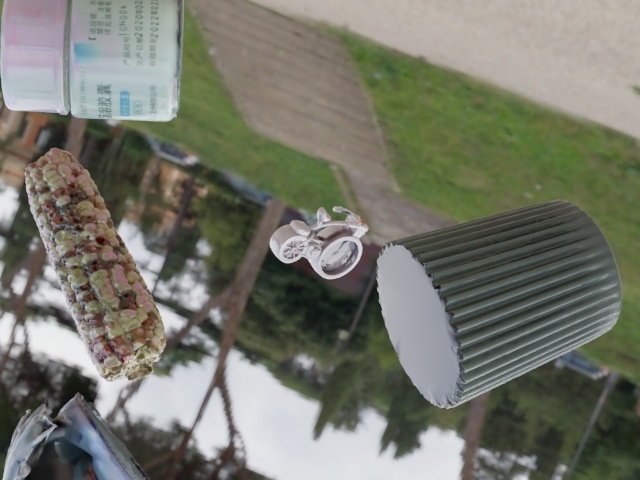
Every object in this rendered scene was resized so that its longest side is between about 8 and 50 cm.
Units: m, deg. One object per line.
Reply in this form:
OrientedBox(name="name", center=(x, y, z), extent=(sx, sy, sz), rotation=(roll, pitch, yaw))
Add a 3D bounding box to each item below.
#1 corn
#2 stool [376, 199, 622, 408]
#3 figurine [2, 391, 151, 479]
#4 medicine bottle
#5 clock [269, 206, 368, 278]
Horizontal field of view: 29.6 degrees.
OrientedBox(name="corn", center=(-0.257, 0.029, 1.357), extent=(0.281, 0.092, 0.092), rotation=(62, -160, 17))
OrientedBox(name="stool", center=(0.304, 0.092, 2.056), extent=(0.330, 0.297, 0.297), rotation=(-19, -158, -19))
OrientedBox(name="figurine", center=(-0.364, 0.315, 1.208), extent=(0.248, 0.388, 0.276), rotation=(54, 172, 0))
OrientedBox(name="medicine bottle", center=(-0.220, -0.185, 1.180), extent=(0.168, 0.135, 0.135), rotation=(3, -171, -8))
OrientedBox(name="clock", center=(0.000, 0.000, 1.449), extent=(0.129, 0.087, 0.041), rotation=(12, -152, -43))
